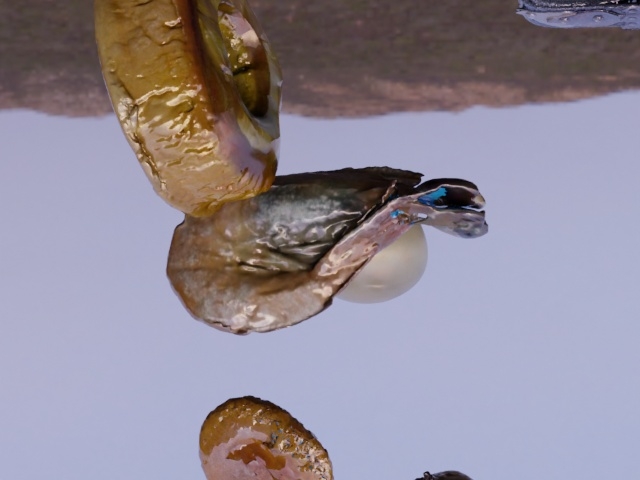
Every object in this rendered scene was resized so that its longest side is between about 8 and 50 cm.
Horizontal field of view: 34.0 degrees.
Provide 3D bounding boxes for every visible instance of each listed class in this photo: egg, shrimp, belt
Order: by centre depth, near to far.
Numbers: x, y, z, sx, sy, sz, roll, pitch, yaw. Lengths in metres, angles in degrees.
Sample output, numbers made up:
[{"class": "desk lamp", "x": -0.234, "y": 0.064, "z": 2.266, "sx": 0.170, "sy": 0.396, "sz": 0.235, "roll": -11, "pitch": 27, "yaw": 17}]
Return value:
[{"class": "shrimp", "x": 0.000, "y": 0.000, "z": 1.394, "sx": 0.445, "sy": 0.221, "sz": 0.110, "roll": -13, "pitch": 156, "yaw": 12}, {"class": "belt", "x": 0.433, "y": -0.422, "z": 1.729, "sx": 0.218, "sy": 0.122, "sz": 0.128, "roll": 1, "pitch": 169, "yaw": 17}, {"class": "egg", "x": 0.067, "y": 0.002, "z": 1.896, "sx": 0.269, "sy": 0.219, "sz": 0.219, "roll": 15, "pitch": -164, "yaw": -7}]

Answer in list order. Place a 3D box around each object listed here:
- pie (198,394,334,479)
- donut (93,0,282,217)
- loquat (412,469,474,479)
[{"class": "pie", "x": -0.091, "y": 0.386, "z": 1.805, "sx": 0.273, "sy": 0.273, "sz": 0.069, "roll": 4, "pitch": -147, "yaw": 18}, {"class": "donut", "x": -0.144, "y": -0.200, "z": 1.281, "sx": 0.160, "sy": 0.330, "sz": 0.330, "roll": -16, "pitch": -166, "yaw": 12}, {"class": "loquat", "x": 0.224, "y": 0.477, "z": 1.779, "sx": 0.149, "sy": 0.204, "sz": 0.172, "roll": -44, "pitch": -172, "yaw": 6}]
